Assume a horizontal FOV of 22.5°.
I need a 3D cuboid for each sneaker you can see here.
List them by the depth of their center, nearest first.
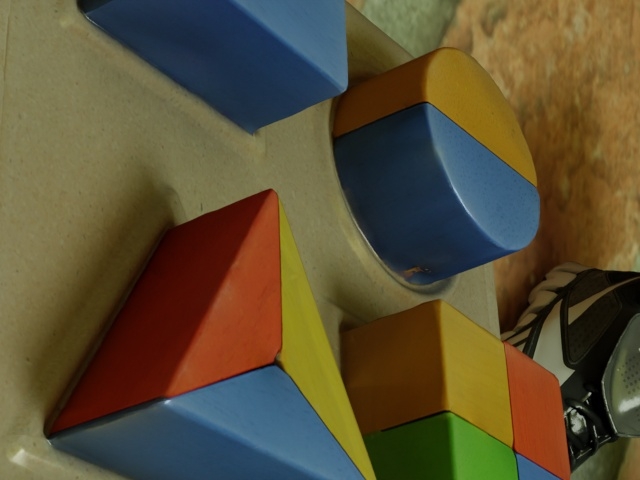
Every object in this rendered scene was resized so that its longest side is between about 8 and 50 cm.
[{"bbox_3d":[0.129,0.078,0.818,0.234,0.106,0.078,-42,118,-45],"label":"sneaker"}]

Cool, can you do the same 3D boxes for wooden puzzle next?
[{"bbox_3d":[0.000,0.000,0.590,0.322,0.080,0.348,32,41,-45],"label":"wooden puzzle"}]
